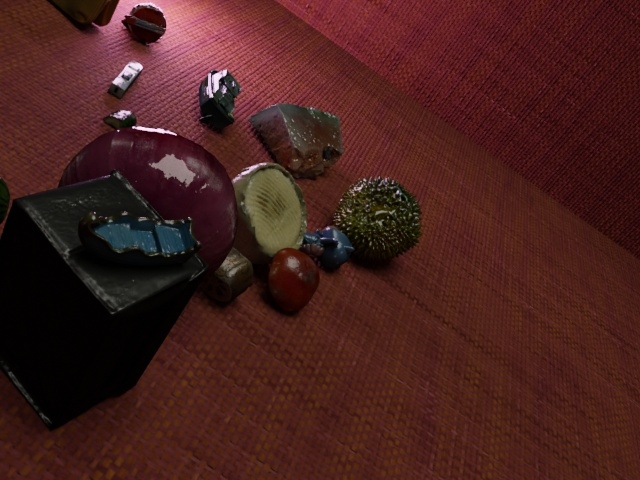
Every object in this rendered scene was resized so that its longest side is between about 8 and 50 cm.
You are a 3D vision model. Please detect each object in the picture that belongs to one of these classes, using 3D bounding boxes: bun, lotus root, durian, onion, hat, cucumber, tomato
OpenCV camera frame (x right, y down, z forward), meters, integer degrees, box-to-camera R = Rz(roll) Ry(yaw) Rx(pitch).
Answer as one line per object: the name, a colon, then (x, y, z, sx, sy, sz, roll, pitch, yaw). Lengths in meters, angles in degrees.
bun: (-0.152, -0.063, 1.859, 0.259, 0.152, 0.259, 19, 66, -50)
lotus root: (-0.218, 0.081, 1.677, 0.122, 0.112, 0.081, 37, 46, 4)
durian: (0.176, -0.065, 2.178, 0.291, 0.224, 0.291, 25, 37, -21)
onion: (-0.346, -0.048, 1.464, 0.358, 0.358, 0.345, 37, 16, 0)
hat: (-0.595, -0.732, 2.469, 0.140, 0.129, 0.227, -8, 29, -21)
cucumber: (-0.528, -0.331, 2.010, 0.067, 0.035, 0.107, 34, 28, -2)
tomato: (-0.054, 0.090, 1.788, 0.155, 0.069, 0.155, 9, 79, -49)

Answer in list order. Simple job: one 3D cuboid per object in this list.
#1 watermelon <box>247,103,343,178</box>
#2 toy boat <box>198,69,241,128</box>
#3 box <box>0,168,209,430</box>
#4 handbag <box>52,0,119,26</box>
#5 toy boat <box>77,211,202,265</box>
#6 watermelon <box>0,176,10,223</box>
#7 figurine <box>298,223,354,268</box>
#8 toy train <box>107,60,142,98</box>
watermelon: (-0.055, -0.342, 2.404, 0.264, 0.151, 0.302, 5, 42, -44)
toy boat: (-0.315, -0.459, 2.330, 0.114, 0.122, 0.296, 49, 18, -31)
box: (-0.393, 0.099, 1.235, 0.251, 0.345, 0.204, 46, 37, 14)
handbag: (-0.756, -0.871, 2.288, 0.401, 0.283, 0.133, 41, 26, 12)
toy boat: (-0.268, -0.010, 1.102, 0.185, 0.077, 0.075, 3, 48, -34)
watermelon: (-0.682, -0.081, 1.395, 0.187, 0.140, 0.140, 12, 36, -17)
figurine: (-0.002, 0.001, 2.029, 0.178, 0.114, 0.144, 12, 35, -22)
toy train: (-0.561, -0.475, 2.169, 0.043, 0.047, 0.207, 30, 31, -13)
